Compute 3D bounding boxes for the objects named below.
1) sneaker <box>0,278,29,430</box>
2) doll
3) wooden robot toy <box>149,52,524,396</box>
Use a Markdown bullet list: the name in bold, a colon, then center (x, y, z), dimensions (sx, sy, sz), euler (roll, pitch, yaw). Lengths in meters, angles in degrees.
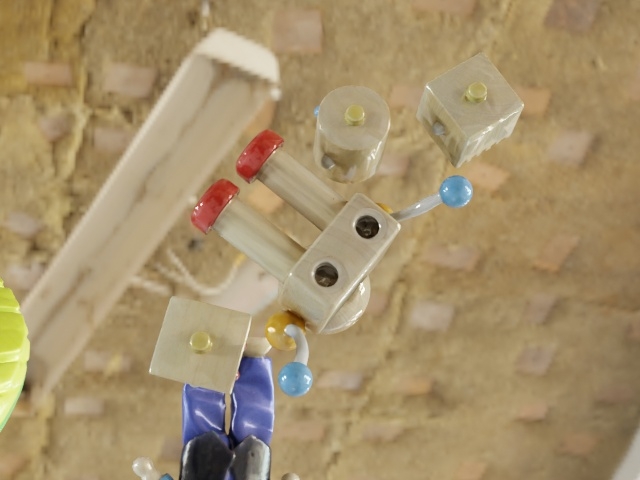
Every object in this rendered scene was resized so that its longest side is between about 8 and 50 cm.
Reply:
- **sneaker**: center (-0.202, 0.069, 0.729), dimensions (0.109, 0.295, 0.123), euler (3, -74, -15)
- **doll**: center (-0.076, 0.167, 1.121), dimensions (0.129, 0.189, 0.046), euler (4, -14, -17)
- **wooden robot toy**: center (0.000, 0.000, 0.567), dimensions (0.076, 0.173, 0.079), euler (38, -18, 11)
